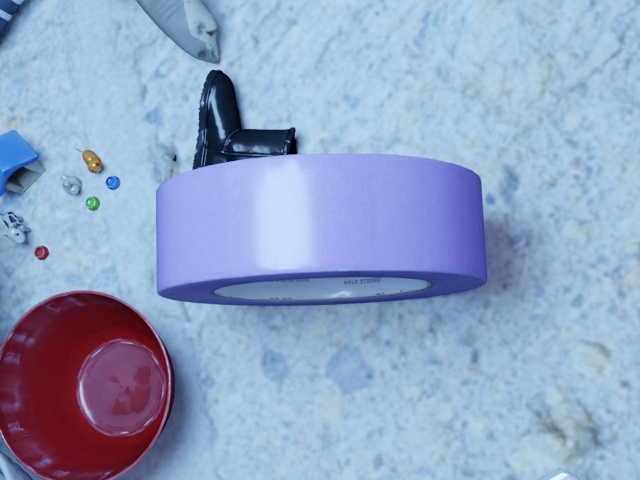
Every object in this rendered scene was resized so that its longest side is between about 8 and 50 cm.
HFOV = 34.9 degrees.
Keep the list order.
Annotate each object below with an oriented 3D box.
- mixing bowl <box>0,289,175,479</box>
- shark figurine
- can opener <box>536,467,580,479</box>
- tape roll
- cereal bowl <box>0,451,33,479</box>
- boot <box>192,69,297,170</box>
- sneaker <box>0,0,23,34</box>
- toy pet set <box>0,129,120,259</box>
[{"bbox_3d":[-0.212,0.142,0.984,0.181,0.098,0.181,-2,81,14],"label":"mixing bowl"},{"bbox_3d":[-0.197,-0.312,1.018,0.116,0.166,0.278,-20,76,21],"label":"shark figurine"},{"bbox_3d":[0.117,0.291,0.882,0.283,0.095,0.076,-31,75,8],"label":"can opener"},{"bbox_3d":[0.000,0.000,0.859,0.275,0.275,0.090,-5,82,13],"label":"tape roll"},{"bbox_3d":[-0.363,0.359,0.929,0.339,0.141,0.339,-23,41,21],"label":"cereal bowl"},{"bbox_3d":[-0.071,-0.106,1.012,0.099,0.045,0.121,8,91,17],"label":"boot"},{"bbox_3d":[-0.426,-0.324,1.102,0.153,0.099,0.282,-45,81,9],"label":"sneaker"},{"bbox_3d":[-0.294,-0.061,1.051,0.122,0.065,0.114,-45,75,4],"label":"toy pet set"}]
